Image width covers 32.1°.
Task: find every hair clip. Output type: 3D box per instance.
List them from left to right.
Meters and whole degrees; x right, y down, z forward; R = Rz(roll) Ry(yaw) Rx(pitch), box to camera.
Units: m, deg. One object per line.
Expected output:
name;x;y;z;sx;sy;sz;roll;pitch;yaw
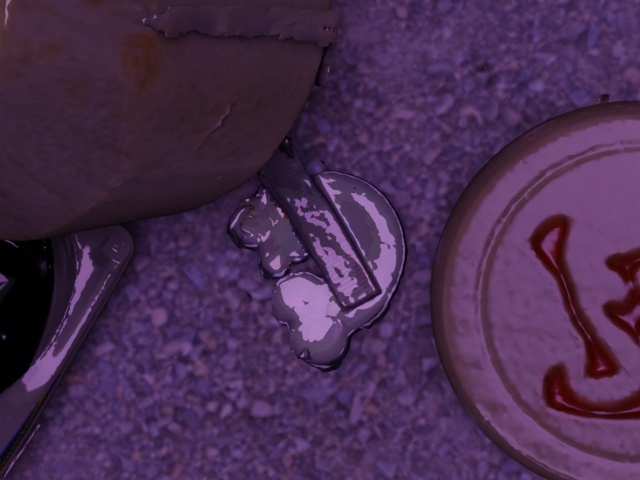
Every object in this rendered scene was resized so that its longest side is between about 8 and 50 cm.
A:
hair clip;0.000;0.000;0.810;0.116;0.049;0.172;-31;89;8

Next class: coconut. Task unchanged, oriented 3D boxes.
coconut;-0.150;-0.151;0.713;0.323;0.323;0.323;0;89;5

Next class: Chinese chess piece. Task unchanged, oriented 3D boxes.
Chinese chess piece;0.207;0.039;0.749;0.273;0.102;0.273;0;90;11

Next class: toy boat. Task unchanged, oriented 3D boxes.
toy boat;-0.249;0.078;0.791;0.141;0.141;0.269;30;78;5
